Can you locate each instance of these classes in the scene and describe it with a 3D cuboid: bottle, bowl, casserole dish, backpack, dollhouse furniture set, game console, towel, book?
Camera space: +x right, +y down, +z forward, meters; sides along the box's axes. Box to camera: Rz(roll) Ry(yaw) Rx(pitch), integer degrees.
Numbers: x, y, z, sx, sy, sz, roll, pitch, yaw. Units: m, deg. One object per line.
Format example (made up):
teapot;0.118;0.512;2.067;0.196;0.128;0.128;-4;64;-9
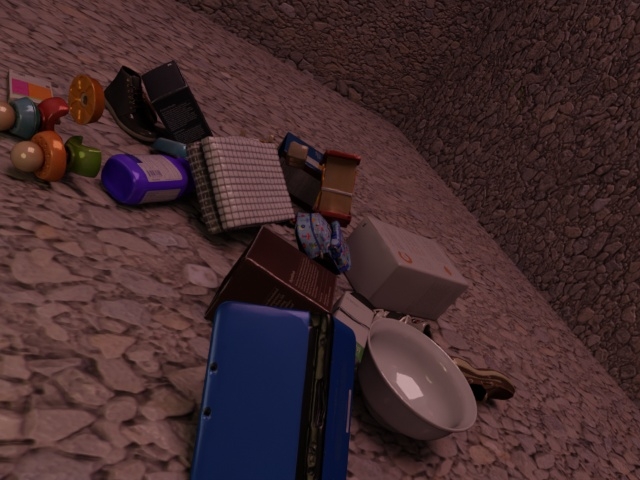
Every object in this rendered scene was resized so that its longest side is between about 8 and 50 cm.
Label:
bottle;-0.379;-0.149;1.364;0.118;0.092;0.282;42;23;14
bowl;0.185;0.324;1.253;0.297;0.134;0.298;30;25;-16
casserole dish;-0.367;-0.238;1.514;0.114;0.037;0.188;12;7;-44
backpack;0.000;0.000;1.532;0.158;0.116;0.173;-86;155;-63
dollhouse furniture set;-0.075;-0.178;1.716;0.373;0.202;0.152;12;-8;-4
game console;-0.060;0.267;0.944;0.250;0.173;0.293;46;47;-63
towel;-0.205;-0.142;1.463;0.283;0.121;0.235;-13;87;-61
book;-0.692;-0.353;1.367;0.096;0.035;0.144;15;32;-37

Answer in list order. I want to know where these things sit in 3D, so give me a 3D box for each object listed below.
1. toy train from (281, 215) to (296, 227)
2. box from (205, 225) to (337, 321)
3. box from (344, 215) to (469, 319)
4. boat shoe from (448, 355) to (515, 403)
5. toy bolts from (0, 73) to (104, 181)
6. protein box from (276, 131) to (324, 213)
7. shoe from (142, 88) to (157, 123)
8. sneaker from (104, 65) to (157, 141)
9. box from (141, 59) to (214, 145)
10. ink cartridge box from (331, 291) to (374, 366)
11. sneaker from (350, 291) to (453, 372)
toy train;-0.075;-0.055;1.704;0.158;0.036;0.027;13;33;-45
box;-0.096;0.114;1.192;0.203;0.168;0.167;35;23;-9
box;0.248;0.090;1.738;0.345;0.168;0.215;18;31;-41
boat shoe;0.421;0.398;1.540;0.257;0.095;0.095;22;41;-21
toy bolts;-0.570;-0.249;1.168;0.228;0.218;0.158;30;23;31
protein box;-0.064;-0.227;1.909;0.201;0.136;0.200;32;24;-15
shoe;-0.535;-0.407;1.675;0.219;0.058;0.076;58;-1;30
sneaker;-0.506;-0.373;1.559;0.222;0.118;0.083;45;24;17
box;-0.394;-0.366;1.600;0.153;0.108;0.207;60;-5;42
ink cartridge box;0.025;0.219;1.194;0.086;0.153;0.208;38;24;-2
sneaker;0.203;0.228;1.453;0.330;0.146;0.122;46;26;21
